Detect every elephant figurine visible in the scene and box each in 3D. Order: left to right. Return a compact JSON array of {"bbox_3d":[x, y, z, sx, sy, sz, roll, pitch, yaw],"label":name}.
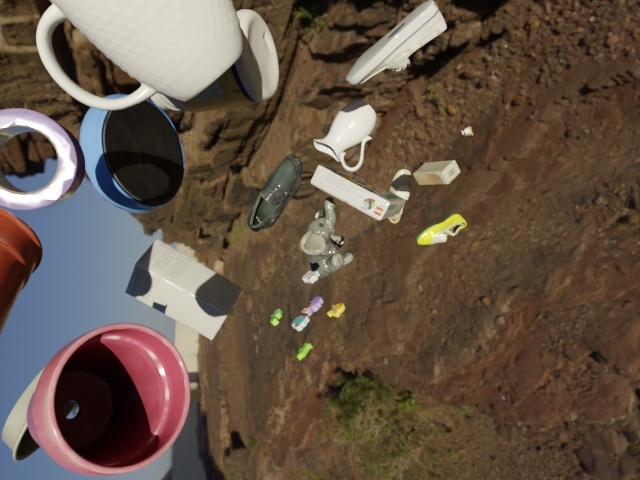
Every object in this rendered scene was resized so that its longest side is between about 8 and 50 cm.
[{"bbox_3d":[0.000,0.000,1.637,0.239,0.186,0.169,59,149,0],"label":"elephant figurine"}]

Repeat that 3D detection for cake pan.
[{"bbox_3d":[-0.642,0.375,1.098,0.293,0.054,0.293,-60,2,4],"label":"cake pan"}]

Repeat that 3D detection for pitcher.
[{"bbox_3d":[0.107,-0.347,1.522,0.207,0.178,0.125,-48,-1,-7],"label":"pitcher"}]

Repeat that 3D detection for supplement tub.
[{"bbox_3d":[-0.310,-0.492,1.286,0.241,0.332,0.240,-3,-90,-72],"label":"supplement tub"}]

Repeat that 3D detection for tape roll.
[{"bbox_3d":[-0.568,-0.154,0.887,0.080,0.189,0.188,-159,73,-73],"label":"tape roll"}]

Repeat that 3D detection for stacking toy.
[{"bbox_3d":[-0.035,0.218,1.355,0.052,0.221,0.167,-3,129,51],"label":"stacking toy"}]

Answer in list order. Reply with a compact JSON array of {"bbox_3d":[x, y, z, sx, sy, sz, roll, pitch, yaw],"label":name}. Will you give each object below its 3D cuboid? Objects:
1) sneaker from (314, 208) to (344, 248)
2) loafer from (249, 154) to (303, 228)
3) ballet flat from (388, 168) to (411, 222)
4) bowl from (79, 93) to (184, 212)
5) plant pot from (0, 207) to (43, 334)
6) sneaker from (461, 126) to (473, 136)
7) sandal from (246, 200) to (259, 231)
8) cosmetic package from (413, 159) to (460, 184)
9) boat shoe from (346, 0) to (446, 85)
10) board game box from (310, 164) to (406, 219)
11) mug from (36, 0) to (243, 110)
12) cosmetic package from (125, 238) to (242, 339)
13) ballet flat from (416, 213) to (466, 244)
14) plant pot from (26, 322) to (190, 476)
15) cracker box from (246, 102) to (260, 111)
[{"bbox_3d":[0.051,-0.036,2.079,0.132,0.086,0.228,-3,91,34],"label":"sneaker"},{"bbox_3d":[-0.114,-0.117,1.155,0.076,0.078,0.223,41,121,15],"label":"loafer"},{"bbox_3d":[0.304,-0.161,1.756,0.248,0.086,0.086,100,163,-50],"label":"ballet flat"},{"bbox_3d":[-0.598,-0.287,1.506,0.391,0.077,0.390,-5,-90,-66],"label":"bowl"},{"bbox_3d":[-0.701,0.103,0.849,0.272,0.273,0.265,110,155,-43],"label":"plant pot"},{"bbox_3d":[0.504,-0.375,1.573,0.083,0.037,0.031,-9,-99,-65],"label":"sneaker"},{"bbox_3d":[-0.214,-0.134,1.813,0.054,0.097,0.254,47,116,31],"label":"sandal"},{"bbox_3d":[0.320,-0.186,1.261,0.041,0.060,0.115,56,160,-22],"label":"cosmetic package"},{"bbox_3d":[0.187,-0.466,1.130,0.267,0.088,0.096,-39,29,16],"label":"boat shoe"},{"bbox_3d":[0.111,-0.126,1.194,0.053,0.193,0.305,-63,-12,14],"label":"board game box"},{"bbox_3d":[-0.351,-0.415,0.864,0.374,0.328,0.276,-42,28,-1],"label":"mug"},{"bbox_3d":[-0.501,0.185,1.679,0.197,0.366,0.155,-51,12,39],"label":"cosmetic package"},{"bbox_3d":[0.491,-0.035,1.817,0.077,0.231,0.077,45,152,34],"label":"ballet flat"},{"bbox_3d":[-0.327,0.237,0.670,0.180,0.201,0.201,-24,60,35],"label":"plant pot"},{"bbox_3d":[-0.337,-0.601,1.806,0.067,0.156,0.232,-54,-4,10],"label":"cracker box"}]
